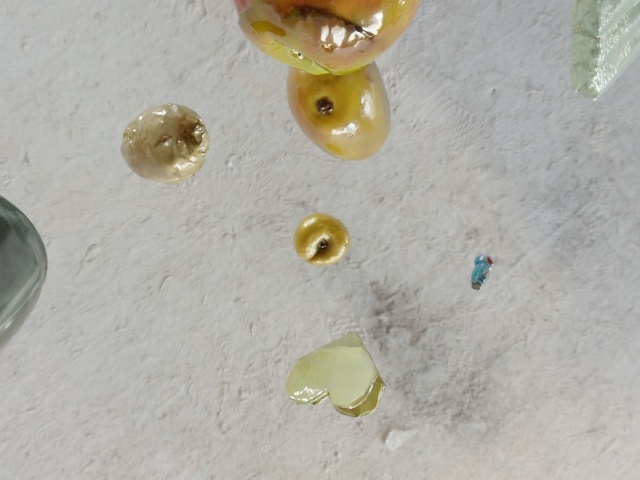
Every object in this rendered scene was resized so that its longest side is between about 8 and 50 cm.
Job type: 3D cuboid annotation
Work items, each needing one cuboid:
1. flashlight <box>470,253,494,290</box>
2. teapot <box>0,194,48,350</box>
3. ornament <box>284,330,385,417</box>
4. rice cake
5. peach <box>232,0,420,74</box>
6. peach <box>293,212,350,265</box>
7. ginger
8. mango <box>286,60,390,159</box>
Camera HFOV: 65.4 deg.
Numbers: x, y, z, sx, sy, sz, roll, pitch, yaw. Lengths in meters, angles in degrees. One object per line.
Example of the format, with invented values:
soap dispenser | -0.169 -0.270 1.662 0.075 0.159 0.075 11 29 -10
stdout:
flashlight | 0.397 0.080 1.235 0.051 0.051 0.129 49 42 -9
teapot | -0.499 0.098 0.576 0.321 0.240 0.239 -36 124 15
ornament | 0.037 0.254 0.996 0.059 0.201 0.180 56 46 -36
rice cake | 0.346 -0.266 0.553 0.237 0.043 0.127 -47 137 -19
peach | 0.015 -0.486 0.880 0.369 0.370 0.371 0 92 -10
peach | 0.000 0.000 1.525 0.179 0.103 0.179 -1 126 -2
ginger | -0.303 -0.183 0.972 0.152 0.267 0.138 3 85 -30
mango | 0.069 -0.365 1.327 0.231 0.445 0.301 -12 85 21
